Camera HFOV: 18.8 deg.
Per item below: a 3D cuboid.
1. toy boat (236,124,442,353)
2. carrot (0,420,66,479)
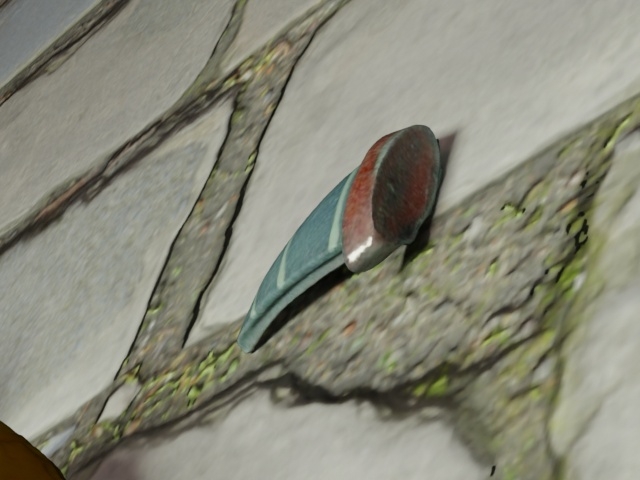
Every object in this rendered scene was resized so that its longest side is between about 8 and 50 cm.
[{"bbox_3d":[0.000,0.000,0.850,0.122,0.034,0.096,-35,20,41],"label":"toy boat"},{"bbox_3d":[-0.221,0.182,0.731,0.241,0.241,0.341,-12,46,60],"label":"carrot"}]
